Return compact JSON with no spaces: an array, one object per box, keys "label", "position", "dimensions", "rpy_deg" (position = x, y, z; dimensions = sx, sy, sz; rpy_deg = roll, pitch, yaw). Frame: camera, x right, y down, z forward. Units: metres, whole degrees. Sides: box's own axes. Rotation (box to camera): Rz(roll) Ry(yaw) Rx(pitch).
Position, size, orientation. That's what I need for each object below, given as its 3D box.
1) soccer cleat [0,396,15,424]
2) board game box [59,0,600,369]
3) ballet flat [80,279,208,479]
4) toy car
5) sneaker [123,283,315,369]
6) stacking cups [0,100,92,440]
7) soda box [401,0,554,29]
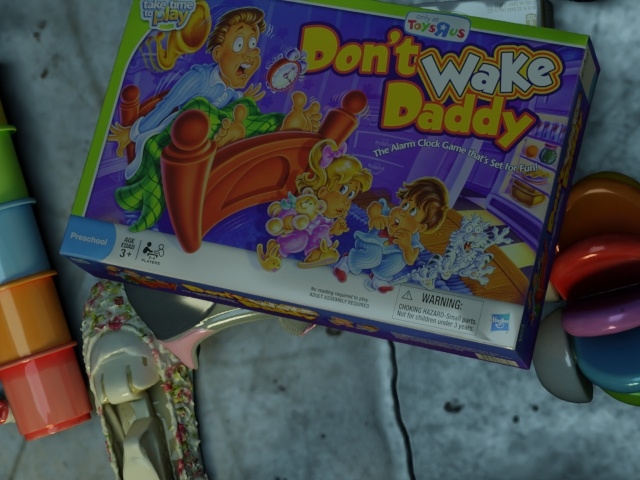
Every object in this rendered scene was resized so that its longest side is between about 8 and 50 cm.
[{"label":"soccer cleat","position":[-0.287,0.141,1.609],"dimensions":[0.083,0.035,0.029],"rpy_deg":[7,84,37]},{"label":"board game box","position":[0.007,-0.058,1.395],"dimensions":[0.347,0.078,0.233],"rpy_deg":[11,78,17]},{"label":"ballet flat","position":[-0.143,0.144,1.546],"dimensions":[0.091,0.077,0.241],"rpy_deg":[-19,86,15]},{"label":"toy car","position":[0.223,0.038,1.417],"dimensions":[0.159,0.136,0.182],"rpy_deg":[-15,88,14]},{"label":"sneaker","position":[0.000,0.000,1.507],"dimensions":[0.319,0.112,0.131],"rpy_deg":[-19,114,10]},{"label":"stacking cups","position":[-0.272,0.009,1.574],"dimensions":[0.096,0.096,0.316],"rpy_deg":[-16,90,14]},{"label":"soda box","position":[0.073,-0.146,1.486],"dimensions":[0.216,0.069,0.074],"rpy_deg":[-2,91,14]}]
